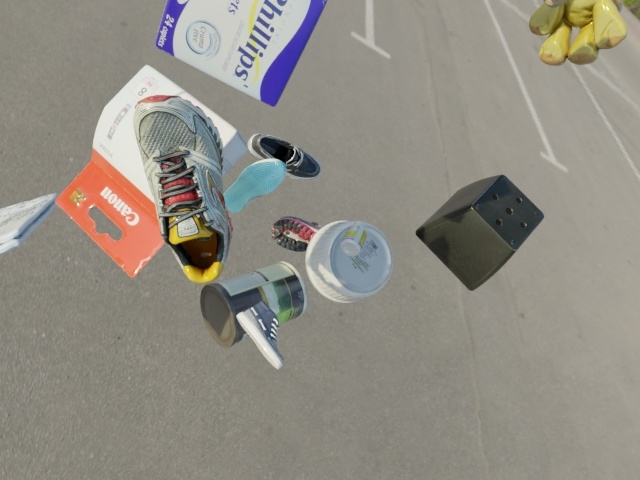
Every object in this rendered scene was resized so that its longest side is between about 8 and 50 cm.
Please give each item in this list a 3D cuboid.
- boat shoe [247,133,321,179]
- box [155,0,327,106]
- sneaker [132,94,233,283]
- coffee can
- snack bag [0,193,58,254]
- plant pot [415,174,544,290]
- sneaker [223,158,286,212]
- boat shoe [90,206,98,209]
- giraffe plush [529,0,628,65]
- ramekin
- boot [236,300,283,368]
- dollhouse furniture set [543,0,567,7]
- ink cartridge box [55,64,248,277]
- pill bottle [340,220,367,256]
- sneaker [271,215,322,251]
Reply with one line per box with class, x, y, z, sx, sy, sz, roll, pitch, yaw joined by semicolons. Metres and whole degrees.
boat shoe;-0.108;-0.297;1.585;0.301;0.102;0.108;25;85;-33
box;-0.078;-0.232;0.454;0.137;0.126;0.072;23;36;-17
sneaker;-0.141;-0.048;0.488;0.088;0.225;0.092;-12;38;-3
coffee can;-0.210;0.195;1.411;0.276;0.201;0.201;-17;68;-39
snack bag;-0.711;0.008;0.860;0.343;0.037;0.323;-22;25;-10
plant pot;0.362;-0.032;0.971;0.188;0.167;0.187;-40;85;-25
sneaker;-0.167;-0.157;1.171;0.087;0.229;0.092;53;41;-13
boat shoe;-0.411;-0.107;0.843;0.038;0.125;0.046;55;34;4
giraffe plush;0.551;-0.487;0.914;0.171;0.182;0.210;-38;126;-33
ramekin;0.076;0.048;1.073;0.208;0.109;0.206;3;82;-20
boot;-0.134;0.238;1.152;0.086;0.069;0.190;-32;59;-22
dollhouse furniture set;0.235;-0.439;0.587;0.212;0.161;0.241;16;55;-42
ink cartridge box;-0.239;-0.098;0.593;0.189;0.066;0.232;38;80;19
pill bottle;0.073;-0.006;0.943;0.043;0.043;0.083;37;41;-7
sneaker;0.000;0.000;1.380;0.300;0.120;0.112;28;19;0
